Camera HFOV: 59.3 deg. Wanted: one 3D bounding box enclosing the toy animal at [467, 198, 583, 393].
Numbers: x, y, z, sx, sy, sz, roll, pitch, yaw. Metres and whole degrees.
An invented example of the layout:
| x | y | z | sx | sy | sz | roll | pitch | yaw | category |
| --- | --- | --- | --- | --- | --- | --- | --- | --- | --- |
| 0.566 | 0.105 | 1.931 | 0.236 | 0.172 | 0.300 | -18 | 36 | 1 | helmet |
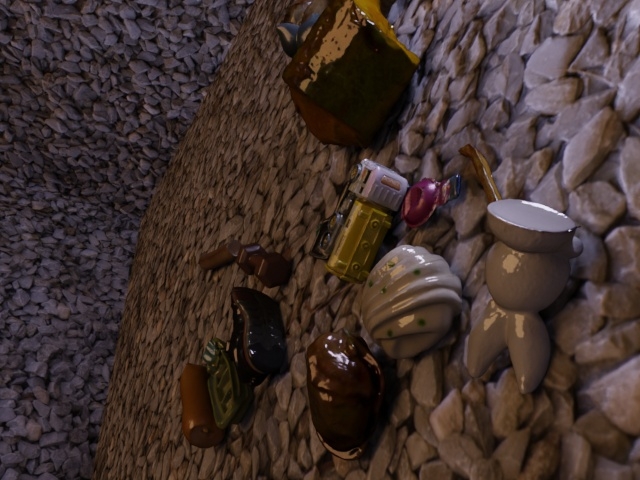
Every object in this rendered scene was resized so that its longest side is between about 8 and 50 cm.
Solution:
| x | y | z | sx | sy | sz | roll | pitch | yaw | category |
| --- | --- | --- | --- | --- | --- | --- | --- | --- | --- |
| 0.249 | 0.066 | 0.693 | 0.103 | 0.130 | 0.221 | 17 | 115 | 33 | toy animal |

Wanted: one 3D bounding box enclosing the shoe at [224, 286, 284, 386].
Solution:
| x | y | z | sx | sy | sz | roll | pitch | yaw | category |
| --- | --- | --- | --- | --- | --- | --- | --- | --- | --- |
| -0.165 | 0.231 | 1.354 | 0.137 | 0.114 | 0.291 | -61 | 29 | 29 | shoe |

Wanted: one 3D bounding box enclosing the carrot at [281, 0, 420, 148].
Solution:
| x | y | z | sx | sy | sz | roll | pitch | yaw | category |
| --- | --- | --- | --- | --- | --- | --- | --- | --- | --- |
| 0.052 | -0.342 | 1.196 | 0.341 | 0.241 | 0.241 | -55 | 28 | 22 | carrot |

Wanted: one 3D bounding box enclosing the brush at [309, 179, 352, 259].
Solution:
| x | y | z | sx | sy | sz | roll | pitch | yaw | category |
| --- | --- | --- | --- | --- | --- | --- | --- | --- | --- |
| 0.030 | -0.048 | 1.263 | 0.063 | 0.016 | 0.193 | 17 | 80 | 42 | brush |

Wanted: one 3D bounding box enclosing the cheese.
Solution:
| x | y | z | sx | sy | sz | roll | pitch | yaw | category |
| --- | --- | --- | --- | --- | --- | --- | --- | --- | --- |
| 0.185 | -0.071 | 0.960 | 0.145 | 0.038 | 0.095 | -25 | 51 | 55 | cheese |

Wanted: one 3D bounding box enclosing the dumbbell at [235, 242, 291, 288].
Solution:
| x | y | z | sx | sy | sz | roll | pitch | yaw | category |
| --- | --- | --- | --- | --- | --- | --- | --- | --- | --- |
| -0.154 | 0.062 | 1.481 | 0.082 | 0.092 | 0.231 | -43 | 23 | -13 | dumbbell |

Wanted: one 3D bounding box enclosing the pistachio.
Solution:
| x | y | z | sx | sy | sz | roll | pitch | yaw | category |
| --- | --- | --- | --- | --- | --- | --- | --- | --- | --- |
| 0.035 | 0.247 | 0.917 | 0.165 | 0.130 | 0.210 | -24 | 66 | 46 | pistachio |

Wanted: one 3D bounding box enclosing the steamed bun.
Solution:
| x | y | z | sx | sy | sz | roll | pitch | yaw | category |
| --- | --- | --- | --- | --- | --- | --- | --- | --- | --- |
| 0.128 | 0.089 | 0.875 | 0.183 | 0.106 | 0.183 | -41 | 38 | 42 | steamed bun |

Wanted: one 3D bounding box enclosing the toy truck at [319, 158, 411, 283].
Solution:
| x | y | z | sx | sy | sz | roll | pitch | yaw | category |
| --- | --- | --- | --- | --- | --- | --- | --- | --- | --- |
| 0.083 | -0.033 | 1.059 | 0.227 | 0.098 | 0.114 | -66 | 19 | 6 | toy truck |

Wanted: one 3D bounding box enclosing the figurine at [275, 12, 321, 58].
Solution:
| x | y | z | sx | sy | sz | roll | pitch | yaw | category |
| --- | --- | --- | --- | --- | --- | --- | --- | --- | --- |
| 0.000 | -0.416 | 1.364 | 0.193 | 0.140 | 0.265 | 7 | 104 | 31 | figurine |

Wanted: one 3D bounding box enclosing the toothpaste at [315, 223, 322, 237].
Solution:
| x | y | z | sx | sy | sz | roll | pitch | yaw | category |
| --- | --- | --- | --- | --- | --- | --- | --- | --- | --- |
| 0.000 | 0.000 | 1.298 | 0.020 | 0.017 | 0.083 | -39 | 38 | 42 | toothpaste |

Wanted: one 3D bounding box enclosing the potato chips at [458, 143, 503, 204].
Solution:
| x | y | z | sx | sy | sz | roll | pitch | yaw | category |
| --- | --- | --- | --- | --- | --- | --- | --- | --- | --- |
| 0.250 | -0.089 | 0.858 | 0.037 | 0.026 | 0.204 | -54 | 30 | 35 | potato chips |

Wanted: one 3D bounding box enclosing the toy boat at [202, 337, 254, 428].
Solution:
| x | y | z | sx | sy | sz | roll | pitch | yaw | category |
| --- | --- | --- | --- | --- | --- | --- | --- | --- | --- |
| -0.233 | 0.357 | 1.424 | 0.111 | 0.084 | 0.276 | -60 | 30 | 13 | toy boat |

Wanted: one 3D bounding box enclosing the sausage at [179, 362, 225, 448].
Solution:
| x | y | z | sx | sy | sz | roll | pitch | yaw | category |
| --- | --- | --- | --- | --- | --- | --- | --- | --- | --- |
| -0.325 | 0.419 | 1.517 | 0.112 | 0.112 | 0.328 | -63 | 26 | 14 | sausage |

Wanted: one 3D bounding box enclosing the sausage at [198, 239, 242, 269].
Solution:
| x | y | z | sx | sy | sz | roll | pitch | yaw | category |
| --- | --- | --- | --- | --- | --- | --- | --- | --- | --- |
| -0.344 | 0.056 | 1.888 | 0.301 | 0.065 | 0.066 | -24 | 50 | 58 | sausage |

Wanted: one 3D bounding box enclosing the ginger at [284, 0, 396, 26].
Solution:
| x | y | z | sx | sy | sz | roll | pitch | yaw | category |
| --- | --- | --- | --- | --- | --- | --- | --- | --- | --- |
| 0.058 | -0.584 | 1.429 | 0.375 | 0.176 | 0.256 | -27 | 68 | 46 | ginger |
